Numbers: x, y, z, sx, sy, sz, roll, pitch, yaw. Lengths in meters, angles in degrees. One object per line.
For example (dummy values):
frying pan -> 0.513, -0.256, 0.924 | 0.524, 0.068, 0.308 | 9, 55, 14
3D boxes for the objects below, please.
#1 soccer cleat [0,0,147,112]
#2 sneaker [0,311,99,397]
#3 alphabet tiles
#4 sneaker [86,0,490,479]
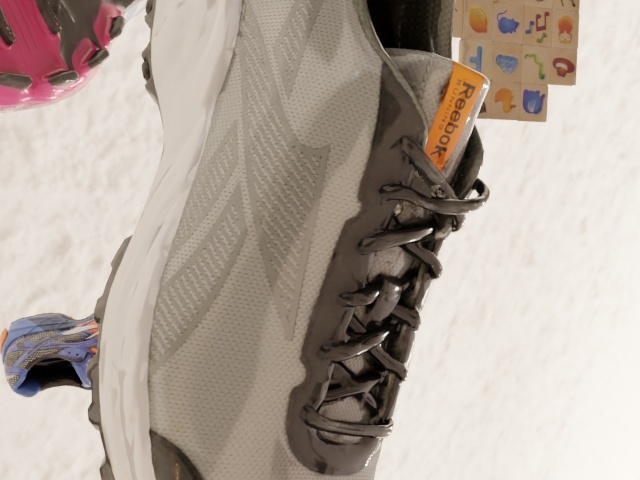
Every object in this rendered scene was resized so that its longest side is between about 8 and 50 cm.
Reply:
soccer cleat -> -0.211, -0.165, 0.757 | 0.116, 0.143, 0.331 | 64, 27, -21
sneaker -> -0.228, 0.115, 1.102 | 0.221, 0.087, 0.083 | -17, 129, 3
alphabet tiles -> 0.174, -0.221, 1.066 | 0.237, 0.009, 0.198 | -2, 96, -31
sneaker -> 0.000, 0.000, 0.336 | 0.100, 0.108, 0.271 | 22, 67, -55
